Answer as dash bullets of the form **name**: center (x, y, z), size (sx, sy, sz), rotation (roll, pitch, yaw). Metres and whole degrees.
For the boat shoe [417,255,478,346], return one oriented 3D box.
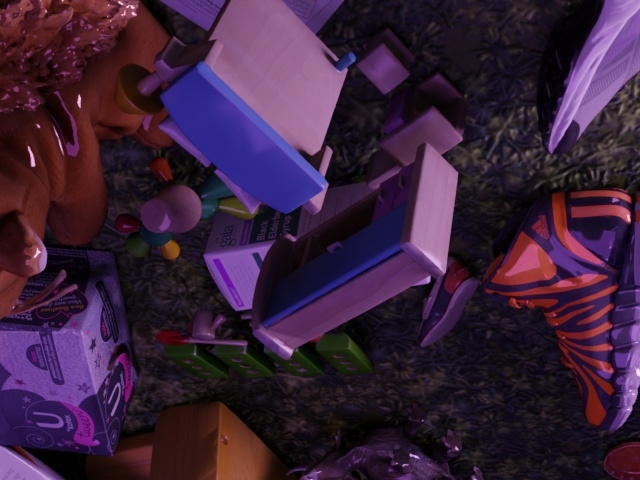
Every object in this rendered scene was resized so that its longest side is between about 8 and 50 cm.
- **boat shoe**: center (0.143, 0.075, 1.242), size (0.043, 0.049, 0.137), rotation (48, 141, 23)

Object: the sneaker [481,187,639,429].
- **sneaker**: center (0.273, 0.074, 1.179), size (0.180, 0.124, 0.321), rotation (3, 123, 13)

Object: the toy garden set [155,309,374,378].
- **toy garden set**: center (-0.078, 0.116, 1.288), size (0.244, 0.049, 0.204), rotation (-4, 156, 19)

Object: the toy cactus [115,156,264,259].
- **toy cactus**: center (-0.134, -0.048, 1.093), size (0.219, 0.180, 0.112), rotation (-21, 93, 18)

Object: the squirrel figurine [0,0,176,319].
- **squirrel figurine**: center (-0.288, -0.126, 0.899), size (0.281, 0.370, 0.396), rotation (13, 133, 0)

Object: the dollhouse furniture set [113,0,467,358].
- **dollhouse furniture set**: center (-0.047, -0.098, 0.949), size (0.198, 0.286, 0.303), rotation (-31, 119, 34)

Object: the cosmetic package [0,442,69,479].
- **cosmetic package**: center (-0.413, 0.412, 1.505), size (0.453, 0.161, 0.230), rotation (44, 162, -25)

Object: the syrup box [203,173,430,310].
- **syrup box**: center (0.000, 0.000, 1.160), size (0.237, 0.093, 0.096), rotation (-8, 131, 18)

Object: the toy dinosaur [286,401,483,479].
- **toy dinosaur**: center (0.130, 0.316, 1.445), size (0.314, 0.121, 0.160), rotation (21, 145, -15)

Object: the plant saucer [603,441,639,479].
- **plant saucer**: center (0.426, 0.297, 1.420), size (0.084, 0.013, 0.083), rotation (5, 134, 5)

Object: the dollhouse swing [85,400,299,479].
- **dollhouse swing**: center (-0.170, 0.446, 1.502), size (0.305, 0.315, 0.346), rotation (-26, 125, 17)

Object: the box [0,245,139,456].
- **box**: center (-0.334, 0.142, 1.323), size (0.164, 0.142, 0.247), rotation (5, 134, 6)

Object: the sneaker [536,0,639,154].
- **sneaker**: center (0.271, -0.178, 0.941), size (0.108, 0.100, 0.271), rotation (13, 134, -9)

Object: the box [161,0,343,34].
- **box**: center (-0.044, -0.256, 0.965), size (0.145, 0.038, 0.186), rotation (31, 130, -19)
